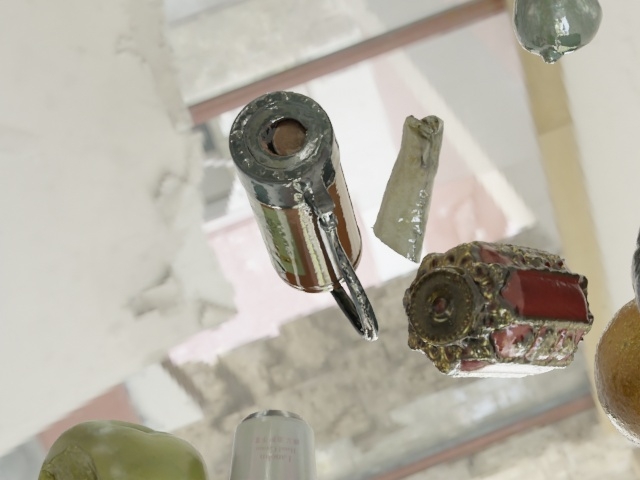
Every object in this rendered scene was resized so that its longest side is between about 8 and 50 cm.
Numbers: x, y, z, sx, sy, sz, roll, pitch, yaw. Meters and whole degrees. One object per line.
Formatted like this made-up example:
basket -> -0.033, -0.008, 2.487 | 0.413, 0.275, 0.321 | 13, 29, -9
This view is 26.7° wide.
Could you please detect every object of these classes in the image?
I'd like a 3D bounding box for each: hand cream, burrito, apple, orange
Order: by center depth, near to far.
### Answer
hand cream -> -0.071, 0.426, 1.947 | 0.118, 0.185, 0.358 | 106, -14, -59
apple -> -0.294, 0.389, 2.002 | 0.279, 0.279, 0.279 | 159, -90, -87
burrito -> 0.135, -0.083, 2.040 | 0.060, 0.087, 0.226 | -34, 138, -75
orange -> 0.560, 0.205, 2.090 | 0.274, 0.274, 0.274 | 159, -90, -87

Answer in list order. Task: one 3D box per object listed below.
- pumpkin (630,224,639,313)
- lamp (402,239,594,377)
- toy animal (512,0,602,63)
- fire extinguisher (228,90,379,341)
pumpkin -> 0.500, 0.014, 1.669 | 0.296, 0.296, 0.296 | 159, -90, -87
lamp -> 0.223, 0.087, 1.680 | 0.274, 0.177, 0.177 | 5, 56, -51
toy animal -> 0.292, -0.360, 1.707 | 0.127, 0.125, 0.251 | -120, -167, -59
fire extinguisher -> -0.011, 0.001, 1.534 | 0.376, 0.113, 0.200 | 73, 6, -64
